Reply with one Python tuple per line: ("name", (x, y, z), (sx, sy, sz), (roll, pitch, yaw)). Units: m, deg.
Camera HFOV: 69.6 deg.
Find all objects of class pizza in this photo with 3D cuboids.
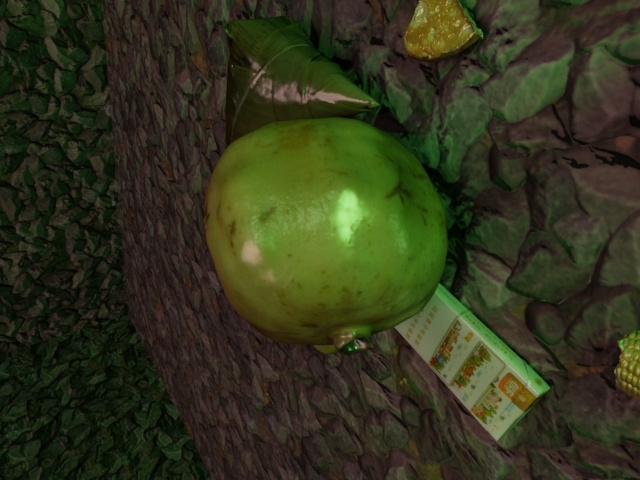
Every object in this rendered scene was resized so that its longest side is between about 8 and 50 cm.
("pizza", (0.149, -0.275, 0.557), (0.123, 0.026, 0.109), (18, 115, 53))

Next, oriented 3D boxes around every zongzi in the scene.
("zongzi", (-0.046, -0.189, 0.776), (0.300, 0.145, 0.274), (45, 141, 26))

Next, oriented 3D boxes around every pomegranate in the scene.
("pomegranate", (0.000, 0.000, 0.629), (0.332, 0.332, 0.332), (26, 124, 47))

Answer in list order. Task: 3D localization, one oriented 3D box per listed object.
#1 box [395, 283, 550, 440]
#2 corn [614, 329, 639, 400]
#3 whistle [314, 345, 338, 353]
("box", (0.201, 0.160, 0.658), (0.220, 0.032, 0.122), (48, 137, 34))
("corn", (0.353, 0.129, 0.402), (0.165, 0.063, 0.085), (14, 124, 54))
("whistle", (0.048, 0.154, 0.860), (0.198, 0.057, 0.104), (-24, 68, 48))
